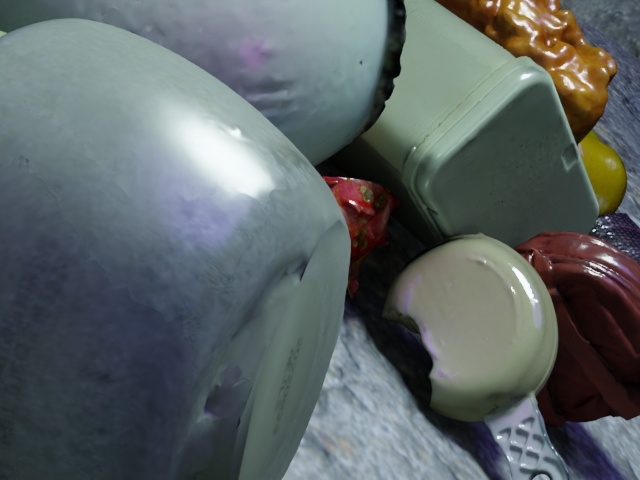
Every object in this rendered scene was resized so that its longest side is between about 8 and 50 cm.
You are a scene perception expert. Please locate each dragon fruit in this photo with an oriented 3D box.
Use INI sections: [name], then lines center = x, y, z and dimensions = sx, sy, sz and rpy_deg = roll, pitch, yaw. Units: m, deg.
[dragon fruit]
center = 0.000, 0.000, 1.675
dimensions = 0.153, 0.153, 0.111
rpy_deg = 17, 68, -45

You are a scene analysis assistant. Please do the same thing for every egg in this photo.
[egg]
center = -0.157, -0.203, 1.513
dimensions = 0.340, 0.354, 0.354
rpy_deg = -15, 54, -38

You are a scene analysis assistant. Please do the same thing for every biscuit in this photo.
[biscuit]
center = 0.181, -0.195, 2.030
dimensions = 0.110, 0.318, 0.312
rpy_deg = -17, 67, -46

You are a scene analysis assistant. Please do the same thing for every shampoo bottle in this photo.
[shampoo bottle]
center = -0.154, 0.031, 1.017
dimensions = 0.317, 0.322, 0.322
rpy_deg = 24, 14, 24

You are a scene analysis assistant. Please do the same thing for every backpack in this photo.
[backpack]
center = 0.271, 0.087, 1.747
dimensions = 0.229, 0.229, 0.139
rpy_deg = 40, 55, 1

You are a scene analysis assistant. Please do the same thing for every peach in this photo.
[peach]
center = 0.331, -0.118, 2.388
dimensions = 0.251, 0.153, 0.251
rpy_deg = 44, 16, -16

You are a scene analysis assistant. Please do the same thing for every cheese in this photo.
[cheese]
center = 0.167, 0.130, 1.629
dimensions = 0.082, 0.163, 0.286
rpy_deg = 47, 21, -59

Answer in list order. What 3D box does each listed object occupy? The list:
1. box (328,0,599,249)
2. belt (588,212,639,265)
[box]
center = 0.100, -0.134, 1.810
dimensions = 0.344, 0.177, 0.352
rpy_deg = 41, -6, 31
[belt]
center = 0.370, 0.075, 2.013
dimensions = 0.289, 0.184, 0.164
rpy_deg = 26, 20, -44
